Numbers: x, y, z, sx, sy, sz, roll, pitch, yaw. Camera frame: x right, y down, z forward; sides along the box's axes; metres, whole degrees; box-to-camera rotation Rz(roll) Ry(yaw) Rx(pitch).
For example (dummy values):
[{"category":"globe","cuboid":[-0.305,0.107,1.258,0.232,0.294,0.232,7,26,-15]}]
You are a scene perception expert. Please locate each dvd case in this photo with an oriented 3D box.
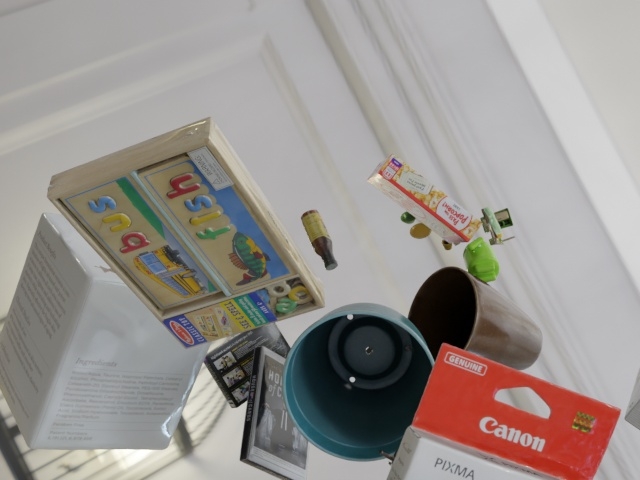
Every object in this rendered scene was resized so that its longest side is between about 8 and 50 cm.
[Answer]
[{"category":"dvd case","cuboid":[-0.082,0.355,1.731,0.030,0.238,0.179,-19,-39,34]}]

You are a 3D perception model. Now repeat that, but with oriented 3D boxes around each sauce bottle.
[{"category":"sauce bottle","cuboid":[0.000,0.000,1.678,0.042,0.042,0.128,104,-33,-60]}]

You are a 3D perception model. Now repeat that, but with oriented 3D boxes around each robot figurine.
[{"category":"robot figurine","cuboid":[0.334,0.044,1.780,0.115,0.067,0.101,-92,169,-61]}]

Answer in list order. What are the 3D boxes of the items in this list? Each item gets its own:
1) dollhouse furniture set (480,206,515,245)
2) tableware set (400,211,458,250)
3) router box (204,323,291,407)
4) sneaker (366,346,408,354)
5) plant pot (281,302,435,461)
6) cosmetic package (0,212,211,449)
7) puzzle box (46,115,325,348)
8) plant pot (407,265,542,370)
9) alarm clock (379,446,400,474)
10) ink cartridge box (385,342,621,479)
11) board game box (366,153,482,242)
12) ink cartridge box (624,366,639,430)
[{"category":"dollhouse furniture set","cuboid":[0.346,-0.033,1.643,0.152,0.059,0.076,-3,75,-84]},{"category":"tableware set","cuboid":[0.243,-0.033,1.828,0.154,0.104,0.024,51,-13,45]},{"category":"router box","cuboid":[-0.152,0.265,1.889,0.133,0.179,0.046,59,-26,-2]},{"category":"sneaker","cuboid":[0.239,0.299,1.940,0.147,0.330,0.129,122,-32,-49]},{"category":"plant pot","cuboid":[0.083,0.231,1.592,0.255,0.272,0.271,-52,118,-78]},{"category":"cosmetic package","cuboid":[-0.464,0.200,1.848,0.329,0.328,0.393,39,-69,48]},{"category":"puzzle box","cuboid":[-0.195,0.008,1.339,0.052,0.272,0.409,-92,157,-44]},{"category":"plant pot","cuboid":[0.329,0.186,1.729,0.215,0.231,0.215,-39,-139,45]},{"category":"alarm clock","cuboid":[0.199,0.386,1.409,0.064,0.192,0.129,-57,142,-61]},{"category":"ink cartridge box","cuboid":[0.237,0.289,1.082,0.060,0.275,0.238,-148,-101,-79]},{"category":"board game box","cuboid":[0.178,-0.070,1.497,0.194,0.045,0.147,37,-3,-2]},{"category":"ink cartridge box","cuboid":[0.634,0.204,1.521,0.045,0.223,0.224,36,-60,13]}]
